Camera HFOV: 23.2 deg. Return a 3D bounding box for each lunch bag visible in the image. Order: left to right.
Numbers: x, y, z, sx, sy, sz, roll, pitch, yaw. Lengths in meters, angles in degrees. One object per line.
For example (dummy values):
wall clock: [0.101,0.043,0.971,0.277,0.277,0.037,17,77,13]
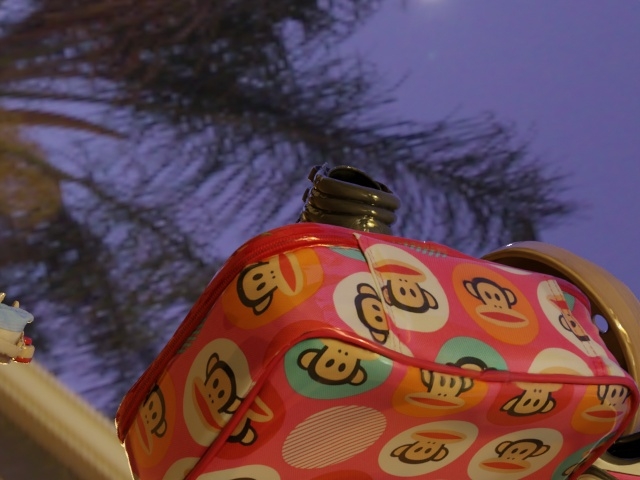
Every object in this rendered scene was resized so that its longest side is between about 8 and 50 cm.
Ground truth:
lunch bag: [0.028,0.123,0.990,0.258,0.293,0.120,-53,-138,31]

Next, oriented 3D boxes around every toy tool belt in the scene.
toy tool belt: [-0.219,0.056,1.061,0.052,0.083,0.051,18,-87,29]

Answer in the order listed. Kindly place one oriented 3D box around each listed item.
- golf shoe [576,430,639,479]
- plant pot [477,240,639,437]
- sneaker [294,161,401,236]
golf shoe: [0.284,0.170,1.170,0.067,0.186,0.086,-93,176,-70]
plant pot: [0.252,0.102,1.561,0.237,0.110,0.237,28,-50,39]
sneaker: [0.000,0.000,1.536,0.296,0.104,0.147,6,-99,69]
